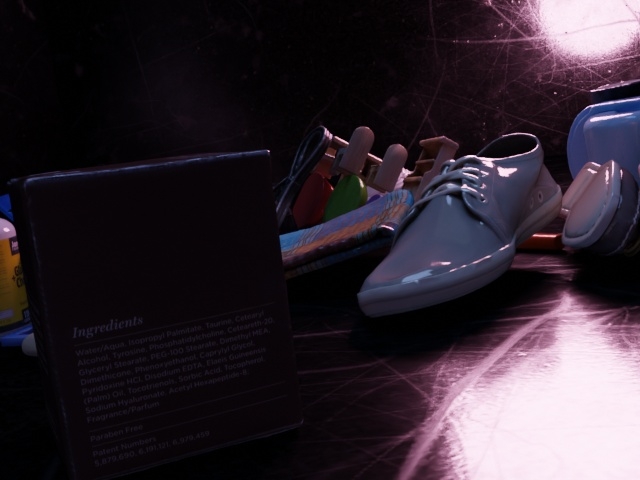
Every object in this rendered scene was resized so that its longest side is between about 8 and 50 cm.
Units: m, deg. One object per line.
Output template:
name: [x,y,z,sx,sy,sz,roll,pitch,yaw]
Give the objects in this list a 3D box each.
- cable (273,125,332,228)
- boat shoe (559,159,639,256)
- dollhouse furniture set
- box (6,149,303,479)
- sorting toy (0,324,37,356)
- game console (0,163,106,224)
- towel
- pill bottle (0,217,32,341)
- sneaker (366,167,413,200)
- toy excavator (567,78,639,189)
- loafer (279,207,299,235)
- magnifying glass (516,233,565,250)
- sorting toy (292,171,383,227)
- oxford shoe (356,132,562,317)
cable: [-0.078,-0.102,1.595,0.072,0.287,0.139,33,7,-26]
boat shoe: [0.372,-0.032,1.063,0.097,0.116,0.324,33,13,5]
dollhouse furniture set: [0.129,-0.170,1.679,0.242,0.161,0.212,25,-5,-17]
box: [-0.128,0.043,0.619,0.167,0.203,0.168,-10,9,-22]
sorting toy: [-0.211,0.086,0.950,0.348,0.047,0.196,-2,9,33]
game console: [-0.314,-0.005,1.249,0.173,0.250,0.293,-47,35,-13]
towel: [0.000,0.000,1.205,0.272,0.040,0.370,-20,5,13]
pill bottle: [-0.426,0.032,1.030,0.103,0.184,0.103,-7,8,1]
sneaker: [0.194,-0.135,1.935,0.232,0.115,0.090,-6,8,10]
toy excavator: [0.525,-0.119,1.236,0.445,0.222,0.433,-23,14,-40]
loafer: [-0.123,-0.034,1.690,0.170,0.061,0.062,-4,9,25]
magnifying glass: [0.263,0.000,1.246,0.092,0.026,0.231,-13,8,-37]
sorting toy: [0.076,-0.048,1.593,0.126,0.127,0.365,22,-3,-26]
oxford shoe: [0.168,-0.029,0.999,0.169,0.130,0.449,-10,14,37]
